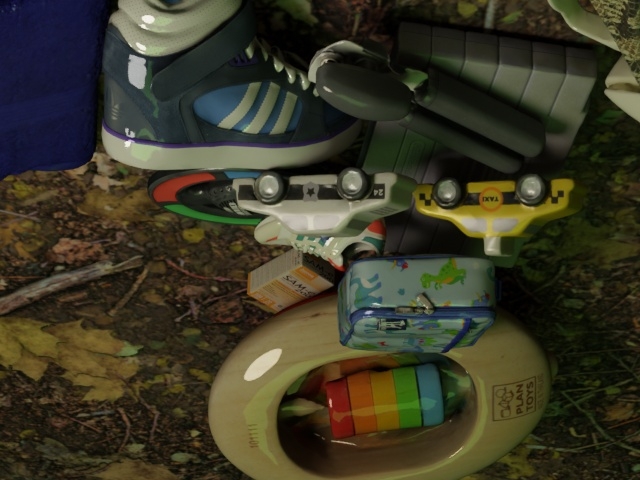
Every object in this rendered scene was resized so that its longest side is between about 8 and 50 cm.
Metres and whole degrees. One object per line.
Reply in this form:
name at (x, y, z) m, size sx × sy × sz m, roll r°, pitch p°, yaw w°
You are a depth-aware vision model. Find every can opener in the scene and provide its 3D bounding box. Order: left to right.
can opener at (0.112, -0.128, 1.841) m, size 0.283 × 0.095 × 0.076 m, roll 23°, pitch 139°, yaw -24°

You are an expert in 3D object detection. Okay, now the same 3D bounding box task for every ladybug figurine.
ladybug figurine at (0.078, 0.179, 2.242) m, size 0.450 × 0.162 × 0.305 m, roll -5°, pitch 119°, yaw -3°

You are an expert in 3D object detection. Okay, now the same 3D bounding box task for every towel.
towel at (-0.345, -0.174, 1.880) m, size 0.228 × 0.076 × 0.308 m, roll -17°, pitch 149°, yaw -24°

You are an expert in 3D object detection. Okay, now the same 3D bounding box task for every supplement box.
supplement box at (-0.038, 0.050, 2.223) m, size 0.098 × 0.036 × 0.062 m, roll -29°, pitch 134°, yaw 34°

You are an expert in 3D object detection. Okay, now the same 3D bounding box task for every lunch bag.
lunch bag at (0.112, 0.075, 2.010) m, size 0.176 × 0.090 × 0.219 m, roll 0°, pitch 167°, yaw -6°

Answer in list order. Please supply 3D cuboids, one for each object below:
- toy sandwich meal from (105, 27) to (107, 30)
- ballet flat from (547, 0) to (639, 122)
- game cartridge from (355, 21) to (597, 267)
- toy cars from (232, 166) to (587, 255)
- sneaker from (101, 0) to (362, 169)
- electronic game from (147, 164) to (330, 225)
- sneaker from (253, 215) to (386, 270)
toy sandwich meal at (-0.200, -0.207, 1.859) m, size 0.029 × 0.085 × 0.085 m, roll -28°, pitch 135°, yaw 14°
ballet flat at (0.342, -0.219, 1.780) m, size 0.182 × 0.164 × 0.483 m, roll 0°, pitch 143°, yaw 39°
game cartridge at (0.164, -0.102, 1.997) m, size 0.230 × 0.068 × 0.355 m, roll 5°, pitch 143°, yaw -10°
toy cars at (0.102, -0.028, 1.895) m, size 0.394 × 0.087 × 0.176 m, roll 1°, pitch 176°, yaw -21°
sneaker at (-0.074, -0.203, 1.817) m, size 0.323 × 0.130 × 0.236 m, roll -7°, pitch 123°, yaw -32°
electronic game at (-0.086, -0.055, 2.025) m, size 0.229 × 0.048 × 0.229 m, roll 2°, pitch 165°, yaw 0°
sneaker at (0.000, 0.000, 2.022) m, size 0.161 × 0.075 × 0.057 m, roll -9°, pitch 167°, yaw 13°
